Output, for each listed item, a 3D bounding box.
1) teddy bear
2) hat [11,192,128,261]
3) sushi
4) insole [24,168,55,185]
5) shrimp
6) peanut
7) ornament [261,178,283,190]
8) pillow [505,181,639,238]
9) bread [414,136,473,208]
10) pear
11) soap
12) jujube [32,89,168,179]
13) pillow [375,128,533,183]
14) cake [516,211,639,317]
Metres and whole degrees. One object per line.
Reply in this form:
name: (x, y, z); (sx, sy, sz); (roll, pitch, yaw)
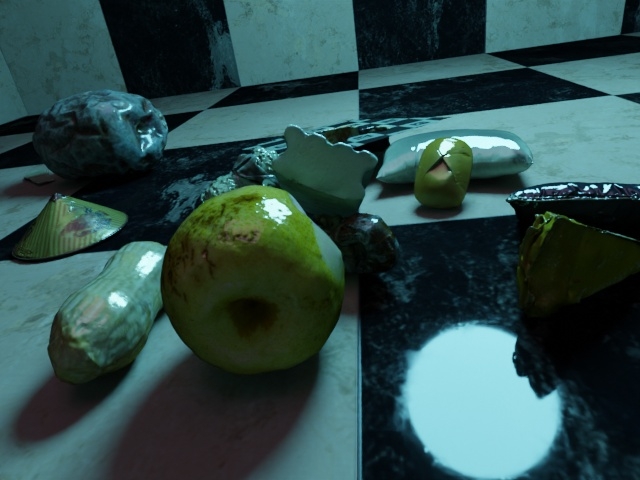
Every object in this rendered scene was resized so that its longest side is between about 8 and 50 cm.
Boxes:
teddy bear: (-0.114, -0.097, 0.744); (0.213, 0.111, 0.133); (-16, 23, -16)
hat: (-0.445, -0.043, 0.773); (0.193, 0.082, 0.193); (-8, 27, 4)
sushi: (0.046, -0.193, 0.948); (0.320, 0.069, 0.339); (-24, 24, -31)
insole: (-0.768, -0.174, 1.212); (0.063, 0.010, 0.192); (-27, 31, -33)
shrimp: (0.000, 0.000, 0.560); (0.232, 0.079, 0.090); (8, 45, 45)
peanut: (-0.211, 0.066, 0.475); (0.087, 0.087, 0.207); (-6, 26, 6)
ornament: (-0.108, -0.008, 0.557); (0.156, 0.075, 0.081); (-35, 59, 15)
pillow: (0.327, -0.035, 0.502); (0.208, 0.055, 0.141); (4, -5, 30)
bread: (0.186, -0.107, 0.676); (0.082, 0.056, 0.115); (14, 74, 23)
pear: (-0.058, 0.030, 0.413); (0.178, 0.178, 0.178); (-7, 26, 3)
soap: (0.004, -0.076, 0.587); (0.114, 0.063, 0.198); (21, -5, 3)
jujube: (-0.540, -0.255, 1.093); (0.317, 0.226, 0.226); (-4, 26, 22)
pillow: (0.221, -0.142, 0.766); (0.254, 0.078, 0.144); (-2, 32, 17)
cake: (0.261, -0.003, 0.447); (0.184, 0.116, 0.080); (-21, 27, -13)
